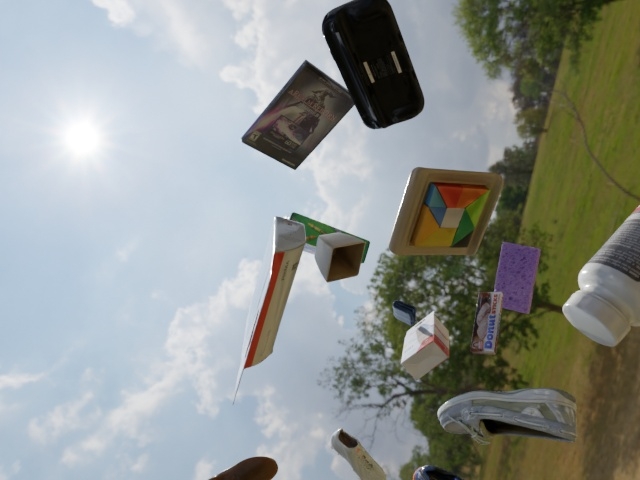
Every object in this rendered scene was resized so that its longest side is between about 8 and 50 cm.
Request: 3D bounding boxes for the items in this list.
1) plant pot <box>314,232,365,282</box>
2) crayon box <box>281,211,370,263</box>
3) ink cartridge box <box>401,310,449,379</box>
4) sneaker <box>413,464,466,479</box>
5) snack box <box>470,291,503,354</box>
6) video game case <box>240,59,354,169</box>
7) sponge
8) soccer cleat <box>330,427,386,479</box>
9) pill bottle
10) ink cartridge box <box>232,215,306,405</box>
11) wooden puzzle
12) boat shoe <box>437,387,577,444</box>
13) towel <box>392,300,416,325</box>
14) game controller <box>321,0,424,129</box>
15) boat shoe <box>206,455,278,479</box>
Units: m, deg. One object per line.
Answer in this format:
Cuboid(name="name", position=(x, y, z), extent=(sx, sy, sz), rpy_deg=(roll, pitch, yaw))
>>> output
Cuboid(name="plant pot", position=(0.043, 0.035, 1.424), extent=(0.109, 0.096, 0.109), rpy_deg=(-10, -55, -33))
Cuboid(name="crayon box", position=(0.000, 0.000, 1.722), extent=(0.165, 0.278, 0.081), rpy_deg=(-13, 58, 69))
Cuboid(name="ink cartridge box", position=(0.291, 0.283, 1.449), extent=(0.115, 0.067, 0.198), rpy_deg=(-42, 4, 21))
Cuboid(name="sneaker", position=(0.312, 0.571, 1.174), extent=(0.087, 0.221, 0.083), rpy_deg=(81, -148, -52))
Cuboid(name="snack box", position=(0.448, 0.220, 1.413), extent=(0.022, 0.064, 0.178), rpy_deg=(48, -131, -39))
Cuboid(name="video game case", position=(-0.055, -0.325, 1.411), extent=(0.196, 0.026, 0.274), rpy_deg=(23, -57, -40))
Cuboid(name="sponge", position=(0.621, 0.117, 1.673), extent=(0.031, 0.117, 0.210), rpy_deg=(8, -87, -52))
Cuboid(name="soccer cleat", position=(0.111, 0.628, 1.526), extent=(0.068, 0.196, 0.076), rpy_deg=(-33, -26, -48))
Cuboid(name="pill bottle", position=(0.690, 0.075, 1.156), extent=(0.318, 0.176, 0.176), rpy_deg=(-44, -30, -8))
Cuboid(name="ink cartridge box", position=(-0.067, 0.091, 0.739), extent=(0.232, 0.066, 0.189), rpy_deg=(-108, 33, -67))
Cuboid(name="wooden puzzle", position=(0.296, -0.057, 1.225), extent=(0.044, 0.238, 0.221), rpy_deg=(-120, 38, -55))
Cuboid(name="boat shoe", position=(0.405, 0.403, 1.173), extent=(0.118, 0.320, 0.103), rpy_deg=(43, -135, -32))
Cuboid(name="towel", position=(0.237, 0.203, 1.485), extent=(0.029, 0.067, 0.119), rpy_deg=(-60, -21, -16))
Cuboid(name="game controller", position=(0.130, -0.411, 1.249), extent=(0.067, 0.166, 0.319), rpy_deg=(-86, -28, -50))
Cuboid(name="boat shoe", position=(-0.200, 0.587, 1.298), extent=(0.073, 0.206, 0.073), rpy_deg=(68, -177, -68))
